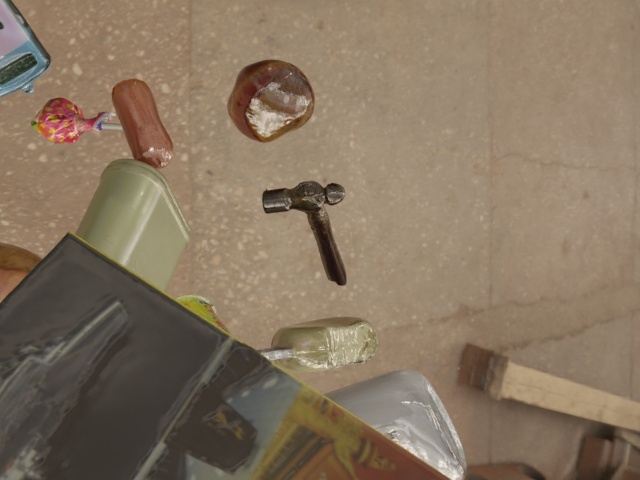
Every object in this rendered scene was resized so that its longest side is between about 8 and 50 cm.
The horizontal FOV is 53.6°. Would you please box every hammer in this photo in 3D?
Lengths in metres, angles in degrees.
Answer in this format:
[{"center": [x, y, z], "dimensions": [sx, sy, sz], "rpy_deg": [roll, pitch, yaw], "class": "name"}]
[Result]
[{"center": [0.000, 0.000, 0.553], "dimensions": [0.178, 0.065, 0.021], "rpy_deg": [68, 20, -62], "class": "hammer"}]

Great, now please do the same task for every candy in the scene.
[{"center": [-0.568, -0.293, 1.606], "dimensions": [0.124, 0.366, 0.124], "rpy_deg": [-28, 121, -60], "class": "candy"}]

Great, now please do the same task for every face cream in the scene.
[{"center": [-0.023, 0.248, 0.683], "dimensions": [0.163, 0.337, 0.080], "rpy_deg": [59, 16, -28], "class": "face cream"}]

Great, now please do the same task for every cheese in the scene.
[{"center": [-0.031, 0.182, 1.061], "dimensions": [0.286, 0.163, 0.082], "rpy_deg": [-3, 86, -48], "class": "cheese"}]

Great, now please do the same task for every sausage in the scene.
[{"center": [-0.329, -0.215, 1.175], "dimensions": [0.077, 0.077, 0.194], "rpy_deg": [-13, 73, -40], "class": "sausage"}]

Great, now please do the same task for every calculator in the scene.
[{"center": [-0.725, -0.448, 1.380], "dimensions": [0.173, 0.051, 0.293], "rpy_deg": [-33, 115, -4], "class": "calculator"}]

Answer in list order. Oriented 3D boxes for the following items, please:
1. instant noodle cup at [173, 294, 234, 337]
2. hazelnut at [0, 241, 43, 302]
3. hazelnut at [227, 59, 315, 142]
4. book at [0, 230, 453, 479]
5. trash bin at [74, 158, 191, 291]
[{"center": [-0.320, 0.294, 1.608], "dimensions": [0.264, 0.200, 0.264], "rpy_deg": [-27, 135, -31], "class": "instant noodle cup"}, {"center": [-0.443, 0.103, 0.843], "dimensions": [0.214, 0.214, 0.176], "rpy_deg": [-58, 155, -24], "class": "hazelnut"}, {"center": [-0.129, -0.373, 1.648], "dimensions": [0.230, 0.230, 0.229], "rpy_deg": [-2, 93, -41], "class": "hazelnut"}, {"center": [-0.087, 0.189, 0.391], "dimensions": [0.374, 0.028, 0.262], "rpy_deg": [33, 57, -1], "class": "book"}, {"center": [-0.335, 0.027, 1.097], "dimensions": [0.243, 0.121, 0.247], "rpy_deg": [77, 23, -54], "class": "trash bin"}]
